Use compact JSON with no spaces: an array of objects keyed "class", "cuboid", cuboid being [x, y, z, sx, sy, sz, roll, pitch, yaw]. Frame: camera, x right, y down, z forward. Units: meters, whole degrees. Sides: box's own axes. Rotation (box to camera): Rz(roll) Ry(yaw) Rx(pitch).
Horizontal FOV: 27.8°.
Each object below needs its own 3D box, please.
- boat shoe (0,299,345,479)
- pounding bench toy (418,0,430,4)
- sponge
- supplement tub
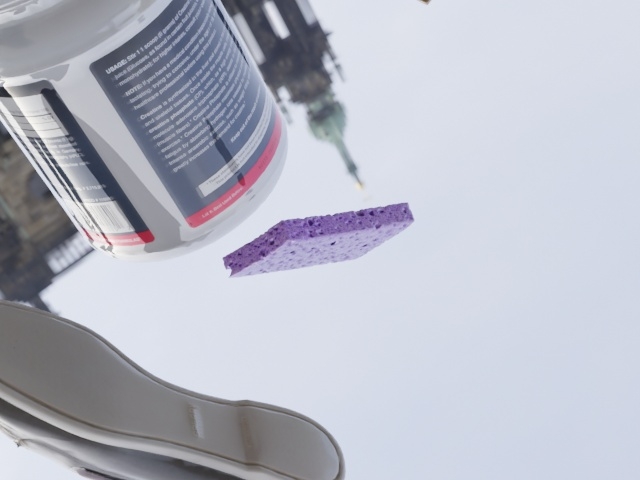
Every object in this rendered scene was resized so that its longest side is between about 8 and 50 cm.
[{"class":"boat shoe","cuboid":[-0.140,0.146,0.950,0.095,0.335,0.112,-53,-154,28]},{"class":"pounding bench toy","cuboid":[0.108,-0.291,1.301,0.052,0.065,0.083,33,-102,21]},{"class":"sponge","cuboid":[0.000,0.000,1.522,0.210,0.031,0.117,-8,163,-42]},{"class":"supplement tub","cuboid":[-0.157,-0.134,0.980,0.191,0.272,0.191,-17,-141,14]}]
